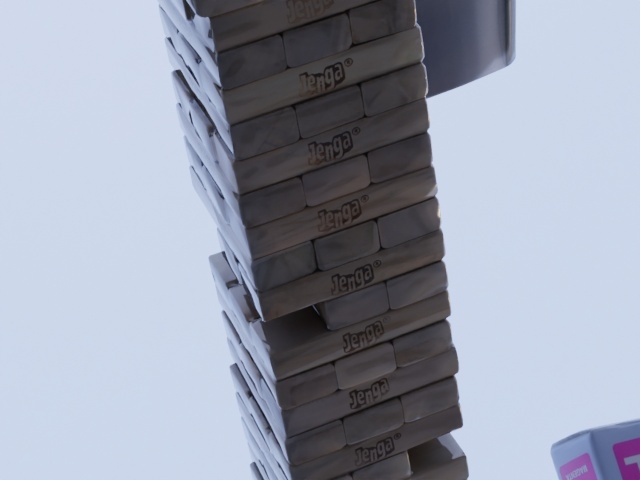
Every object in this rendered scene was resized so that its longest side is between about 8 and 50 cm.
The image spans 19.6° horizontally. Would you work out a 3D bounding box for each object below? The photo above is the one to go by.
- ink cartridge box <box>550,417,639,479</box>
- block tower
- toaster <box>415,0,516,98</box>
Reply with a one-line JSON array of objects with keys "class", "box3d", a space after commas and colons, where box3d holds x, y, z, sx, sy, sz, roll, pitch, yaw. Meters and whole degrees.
[{"class": "ink cartridge box", "box3d": [0.272, 0.248, 1.107, 0.186, 0.065, 0.311, -9, -104, -24]}, {"class": "block tower", "box3d": [0.000, 0.000, 0.837, 0.097, 0.091, 0.335, -20, -53, -12]}, {"class": "toaster", "box3d": [0.041, -0.180, 1.281, 0.168, 0.185, 0.110, -20, -45, -10]}]
